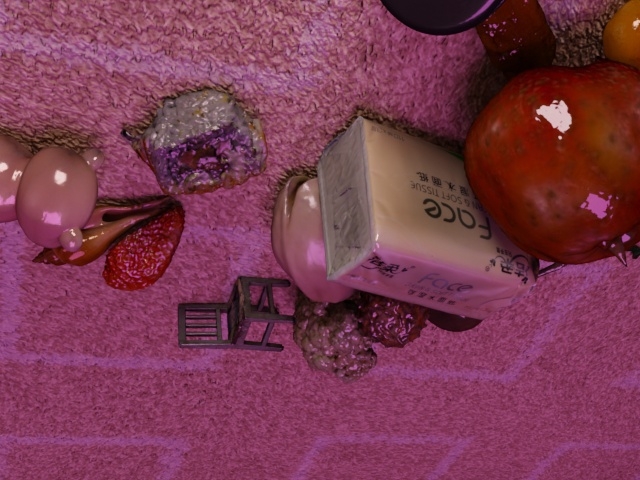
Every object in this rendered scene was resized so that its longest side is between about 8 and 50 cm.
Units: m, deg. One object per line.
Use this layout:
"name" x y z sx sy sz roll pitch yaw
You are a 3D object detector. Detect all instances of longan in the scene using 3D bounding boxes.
"longan" 0.339 0.157 1.988 0.185 0.159 0.204 2 -178 21

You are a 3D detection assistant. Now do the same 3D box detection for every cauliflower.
"cauliflower" 0.068 0.230 1.955 0.281 0.260 0.327 2 172 -10

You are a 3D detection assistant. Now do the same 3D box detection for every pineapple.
"pineapple" 0.184 0.119 1.788 0.175 0.361 0.175 5 108 16

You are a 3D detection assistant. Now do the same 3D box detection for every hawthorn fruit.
"hawthorn fruit" 0.486 -0.126 1.454 0.403 0.402 0.402 -6 139 -5

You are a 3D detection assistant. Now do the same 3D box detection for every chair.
"chair" -0.213 0.181 1.936 0.270 0.136 0.147 6 135 -16

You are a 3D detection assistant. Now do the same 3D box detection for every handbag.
"handbag" 0.215 -0.483 1.245 0.254 0.093 0.308 40 125 -5

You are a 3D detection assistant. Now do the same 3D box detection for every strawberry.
"strawberry" -0.380 0.040 1.711 0.175 0.106 0.236 -23 163 -48

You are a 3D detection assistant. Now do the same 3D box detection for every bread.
"bread" 0.332 -0.416 1.414 0.124 0.084 0.344 -37 133 10

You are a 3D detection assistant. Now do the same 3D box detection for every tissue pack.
"tissue pack" 0.216 -0.040 1.612 0.405 0.331 0.205 14 144 -26

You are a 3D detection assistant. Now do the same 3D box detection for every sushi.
"sushi" -0.243 -0.182 1.512 0.274 0.139 0.184 -16 137 -3

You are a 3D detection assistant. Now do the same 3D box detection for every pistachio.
"pistachio" 0.000 0.000 1.736 0.226 0.208 0.332 -47 128 -25

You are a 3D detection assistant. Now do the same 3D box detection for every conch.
"conch" -0.474 -0.026 1.690 0.330 0.093 0.109 -27 98 -11

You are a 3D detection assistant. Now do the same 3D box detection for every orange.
"orange" 0.609 -0.380 1.470 0.159 0.159 0.136 30 162 -37

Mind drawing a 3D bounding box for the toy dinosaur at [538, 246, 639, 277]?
"toy dinosaur" 0.653 -0.014 1.934 0.301 0.087 0.447 -20 144 12

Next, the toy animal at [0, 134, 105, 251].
"toy animal" -0.559 -0.104 1.498 0.221 0.210 0.229 24 165 -39

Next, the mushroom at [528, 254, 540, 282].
"mushroom" 0.378 0.049 1.870 0.267 0.189 0.164 4 148 -5
